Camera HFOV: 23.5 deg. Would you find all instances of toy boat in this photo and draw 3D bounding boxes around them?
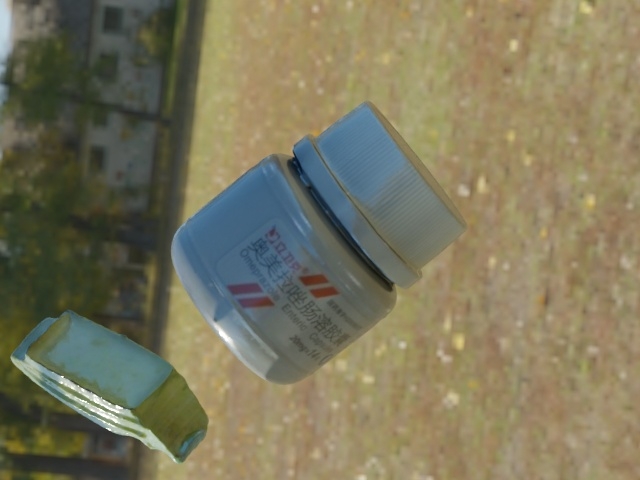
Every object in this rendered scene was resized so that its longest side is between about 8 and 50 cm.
[{"bbox_3d":[-0.270,0.178,1.979,0.111,0.276,0.084,-49,-20,-32],"label":"toy boat"}]

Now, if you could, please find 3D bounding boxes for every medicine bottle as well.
[{"bbox_3d":[0.000,0.000,1.873,0.306,0.245,0.245,-39,17,7],"label":"medicine bottle"}]
